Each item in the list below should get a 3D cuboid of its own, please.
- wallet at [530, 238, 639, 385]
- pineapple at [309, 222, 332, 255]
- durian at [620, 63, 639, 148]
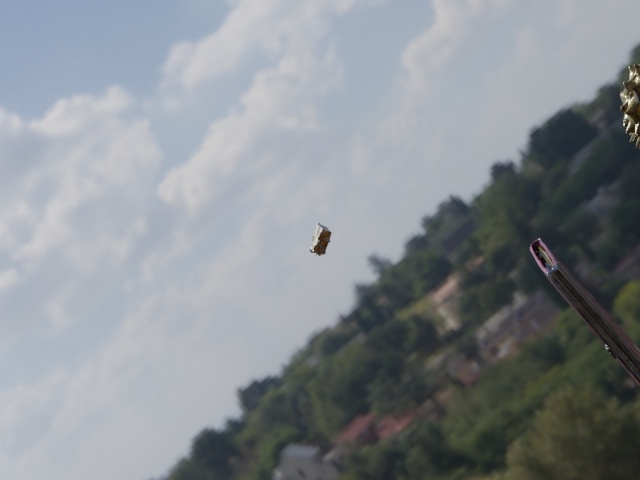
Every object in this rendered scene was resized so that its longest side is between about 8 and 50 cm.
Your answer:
[{"bbox_3d":[0.313,0.098,1.587,0.025,0.232,0.119,-40,14,10],"label":"wallet"},{"bbox_3d":[0.000,0.000,2.056,0.083,0.019,0.045,-150,78,-81],"label":"pineapple"},{"bbox_3d":[0.478,-0.220,1.994,0.224,0.140,0.078,-48,28,-15],"label":"durian"}]
